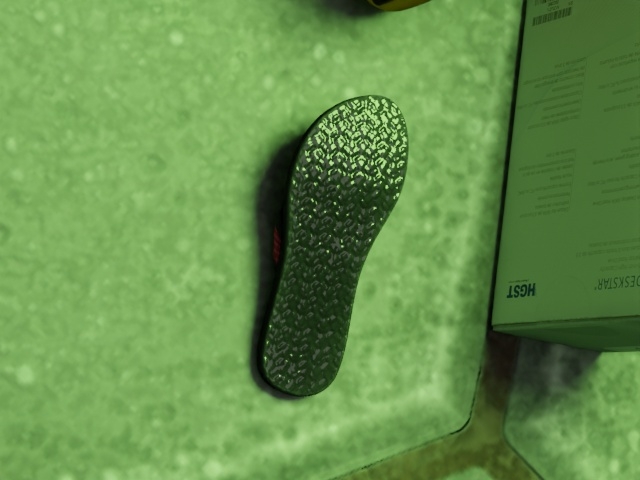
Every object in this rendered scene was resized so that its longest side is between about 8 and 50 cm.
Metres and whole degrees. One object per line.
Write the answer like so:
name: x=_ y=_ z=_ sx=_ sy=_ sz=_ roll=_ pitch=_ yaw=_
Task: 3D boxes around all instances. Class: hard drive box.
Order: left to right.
hard drive box: x=0.192 y=-0.057 z=1.095 sx=0.089 sy=0.181 sz=0.232 roll=12 pitch=81 yaw=-25

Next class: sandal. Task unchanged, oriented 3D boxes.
sandal: x=0.000 y=0.000 z=1.082 sx=0.067 sy=0.040 sz=0.179 roll=16 pitch=93 yaw=-18

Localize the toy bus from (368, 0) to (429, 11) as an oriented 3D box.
toy bus: x=0.149 y=-0.262 z=1.115 sx=0.332 sy=0.108 sz=0.130 roll=-41 pitch=102 yaw=-22
